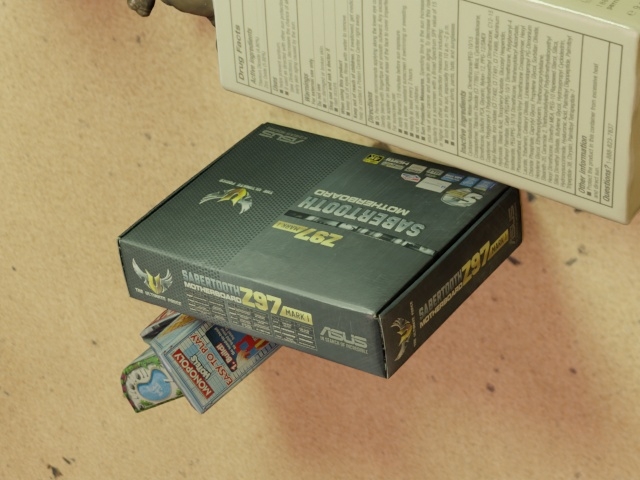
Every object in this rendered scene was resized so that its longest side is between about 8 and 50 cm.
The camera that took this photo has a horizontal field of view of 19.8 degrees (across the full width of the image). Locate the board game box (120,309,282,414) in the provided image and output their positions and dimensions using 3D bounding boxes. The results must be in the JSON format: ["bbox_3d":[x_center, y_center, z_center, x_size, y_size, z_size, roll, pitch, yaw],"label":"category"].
[{"bbox_3d":[-0.078,0.067,1.426,0.194,0.194,0.060,-23,104,48],"label":"board game box"}]

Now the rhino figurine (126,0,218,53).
[{"bbox_3d":[-0.089,-0.195,1.323,0.106,0.073,0.243,-20,108,51],"label":"rhino figurine"}]

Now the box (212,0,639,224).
[{"bbox_3d":[0.087,-0.139,1.173,0.311,0.121,0.148,22,133,27],"label":"box"}]

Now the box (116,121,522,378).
[{"bbox_3d":[0.000,0.000,1.314,0.232,0.183,0.059,15,130,34],"label":"box"}]
